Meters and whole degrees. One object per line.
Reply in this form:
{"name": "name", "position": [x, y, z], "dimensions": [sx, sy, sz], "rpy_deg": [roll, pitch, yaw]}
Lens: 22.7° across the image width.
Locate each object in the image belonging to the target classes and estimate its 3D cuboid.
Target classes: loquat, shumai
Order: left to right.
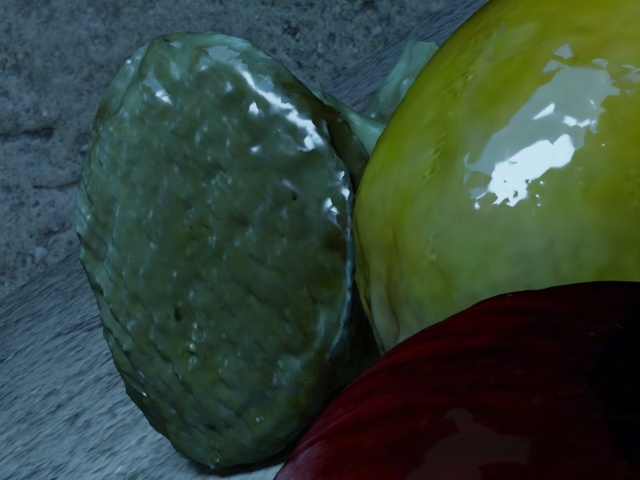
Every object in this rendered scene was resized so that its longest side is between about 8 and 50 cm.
{"name": "shumai", "position": [0.000, 0.000, 1.228], "dimensions": [0.292, 0.330, 0.288], "rpy_deg": [23, 21, 29]}
{"name": "loquat", "position": [0.145, -0.010, 0.777], "dimensions": [0.284, 0.276, 0.276], "rpy_deg": [-31, 11, -23]}

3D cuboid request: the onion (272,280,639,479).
{"name": "onion", "position": [0.111, 0.109, 0.366], "dimensions": [0.273, 0.273, 0.285], "rpy_deg": [-43, -9, -45]}
